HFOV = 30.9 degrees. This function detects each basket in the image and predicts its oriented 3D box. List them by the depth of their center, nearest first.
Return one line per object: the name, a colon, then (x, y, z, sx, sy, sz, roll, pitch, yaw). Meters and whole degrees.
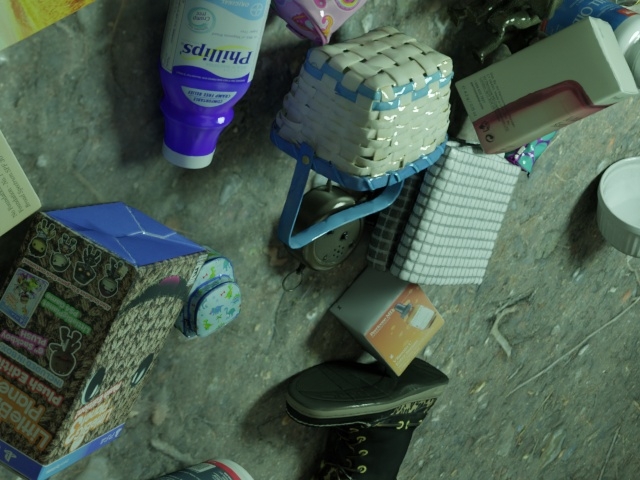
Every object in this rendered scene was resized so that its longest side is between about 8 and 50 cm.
basket: (0.057, -0.140, 1.611, 0.255, 0.201, 0.288, -26, 137, -45)

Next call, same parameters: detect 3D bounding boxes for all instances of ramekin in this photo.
ramekin: (0.648, -0.058, 2.305, 0.207, 0.207, 0.109, -32, 146, -26)

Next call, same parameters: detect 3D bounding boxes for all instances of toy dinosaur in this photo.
toy dinosaur: (0.295, -0.351, 1.724, 0.160, 0.121, 0.313, -34, 175, -12)

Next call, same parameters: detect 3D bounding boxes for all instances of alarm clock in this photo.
alarm clock: (0.000, 0.000, 1.778, 0.129, 0.064, 0.192, 23, 104, -52)

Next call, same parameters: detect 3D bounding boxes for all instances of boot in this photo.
boot: (0.054, 0.356, 2.048, 0.377, 0.138, 0.284, -5, 121, -51)

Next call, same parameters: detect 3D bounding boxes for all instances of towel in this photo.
towel: (0.197, -0.054, 1.879, 0.284, 0.121, 0.235, 1, 109, -59)

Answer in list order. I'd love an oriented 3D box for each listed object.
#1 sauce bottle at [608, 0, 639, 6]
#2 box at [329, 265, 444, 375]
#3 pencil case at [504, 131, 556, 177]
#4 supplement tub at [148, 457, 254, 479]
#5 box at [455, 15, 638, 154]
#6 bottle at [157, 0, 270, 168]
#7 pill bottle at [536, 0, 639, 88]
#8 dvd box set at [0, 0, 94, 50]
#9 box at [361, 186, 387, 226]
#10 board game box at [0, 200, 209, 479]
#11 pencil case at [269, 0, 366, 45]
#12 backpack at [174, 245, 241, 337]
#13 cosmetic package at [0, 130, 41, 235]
sauce bottle: (0.551, -0.435, 2.043, 0.128, 0.042, 0.042, -21, 132, -32)
box: (0.116, 0.129, 1.969, 0.130, 0.091, 0.170, -49, 142, -7)
pencil case: (0.378, -0.189, 2.025, 0.151, 0.064, 0.070, -58, 167, 4)
supplement tub: (-0.230, 0.456, 1.770, 0.272, 0.191, 0.191, -11, 125, -42)
box: (0.352, -0.236, 1.795, 0.232, 0.126, 0.149, -24, 176, 26)
bottle: (-0.139, -0.222, 1.420, 0.118, 0.092, 0.282, 5, 125, -18)
pill bottle: (0.475, -0.324, 1.897, 0.124, 0.221, 0.124, -27, 135, -31)
dvd box set: (-0.362, -0.328, 1.143, 0.420, 0.062, 0.307, -34, 138, -24)
box: (0.094, -0.055, 1.865, 0.083, 0.018, 0.067, 17, 104, -51)
board game box: (-0.293, 0.114, 1.416, 0.291, 0.141, 0.232, -63, 169, 11)
pencil case: (0.052, -0.385, 1.492, 0.284, 0.124, 0.124, -49, 142, -9)
backpack: (-0.164, 0.071, 1.637, 0.105, 0.084, 0.114, -30, 133, -32)
cosmetic package: (-0.472, -0.021, 1.220, 0.309, 0.113, 0.160, -40, 140, -19)
